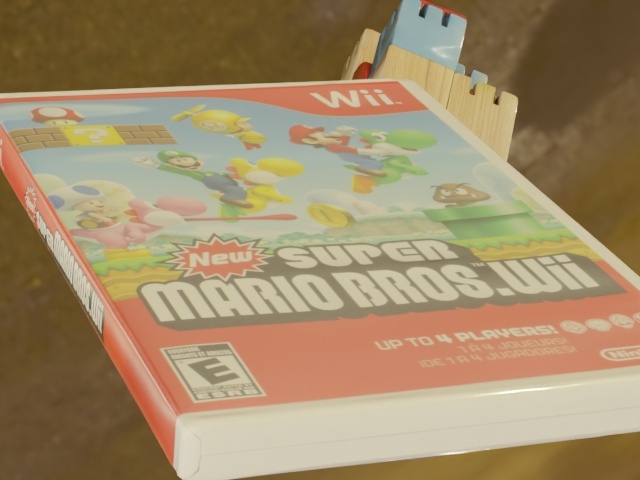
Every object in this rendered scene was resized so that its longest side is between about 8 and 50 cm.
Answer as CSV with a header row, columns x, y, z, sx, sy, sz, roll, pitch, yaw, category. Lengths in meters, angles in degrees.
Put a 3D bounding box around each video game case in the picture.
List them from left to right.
x,y,z,sx,sy,sz,roll,pitch,yaw,category
0.000,0.000,0.737,0.204,0.285,0.025,-4,116,-22,video game case

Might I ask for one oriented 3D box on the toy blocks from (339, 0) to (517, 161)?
x,y,z,sx,sy,sz,roll,pitch,yaw,category
0.040,-0.030,1.380,0.381,0.190,0.261,122,-14,-53,toy blocks
